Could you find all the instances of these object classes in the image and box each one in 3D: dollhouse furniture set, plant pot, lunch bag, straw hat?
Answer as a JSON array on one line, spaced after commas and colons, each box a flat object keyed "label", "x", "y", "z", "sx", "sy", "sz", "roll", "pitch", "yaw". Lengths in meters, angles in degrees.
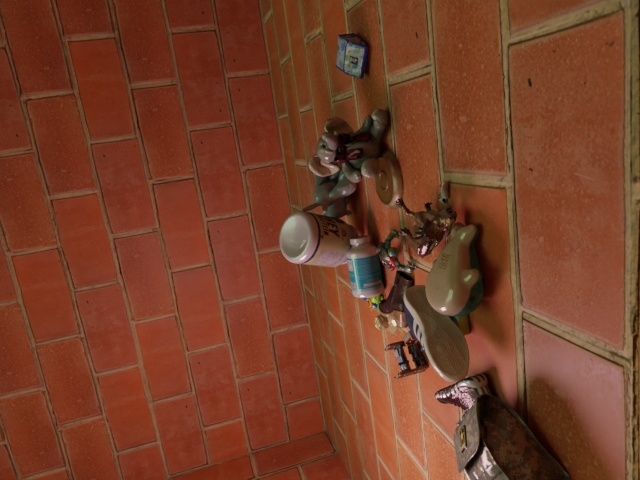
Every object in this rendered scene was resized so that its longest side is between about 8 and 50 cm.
[{"label": "dollhouse furniture set", "x": 0.345, "y": 0.435, "z": 1.866, "sx": 0.183, "sy": 0.129, "sz": 0.129, "roll": 104, "pitch": 151, "yaw": -59}, {"label": "plant pot", "x": 0.257, "y": -0.233, "z": 1.889, "sx": 0.236, "sy": 0.033, "sz": 0.236, "roll": 168, "pitch": 90, "yaw": -75}, {"label": "lunch bag", "x": 0.480, "y": 0.588, "z": 1.323, "sx": 0.287, "sy": 0.169, "sz": 0.235, "roll": 54, "pitch": 153, "yaw": 36}, {"label": "straw hat", "x": 0.273, "y": 0.362, "z": 2.157, "sx": 0.144, "sy": 0.061, "sz": 0.144, "roll": 44, "pitch": 147, "yaw": 39}, {"label": "lunch bag", "x": 0.129, "y": -0.721, "z": 1.897, "sx": 0.151, "sy": 0.096, "sz": 0.128, "roll": 48, "pitch": 147, "yaw": 37}]

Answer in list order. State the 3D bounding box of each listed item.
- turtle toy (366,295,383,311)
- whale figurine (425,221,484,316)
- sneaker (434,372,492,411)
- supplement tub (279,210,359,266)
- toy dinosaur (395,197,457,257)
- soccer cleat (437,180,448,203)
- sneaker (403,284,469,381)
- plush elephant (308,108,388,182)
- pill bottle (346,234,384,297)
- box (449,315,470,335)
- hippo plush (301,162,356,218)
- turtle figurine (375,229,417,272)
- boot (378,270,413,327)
[{"label": "turtle toy", "x": 0.252, "y": 0.278, "z": 2.230, "sx": 0.130, "sy": 0.066, "sz": 0.095, "roll": 107, "pitch": 148, "yaw": -62}, {"label": "whale figurine", "x": 0.411, "y": 0.087, "z": 1.406, "sx": 0.216, "sy": 0.141, "sz": 0.271, "roll": -164, "pitch": 88, "yaw": -71}, {"label": "sneaker", "x": 0.464, "y": 0.532, "z": 1.539, "sx": 0.281, "sy": 0.107, "sz": 0.162, "roll": 108, "pitch": 145, "yaw": -62}, {"label": "supplement tub", "x": 0.000, "y": 0.000, "z": 2.230, "sx": 0.236, "sy": 0.325, "sz": 0.235, "roll": -8, "pitch": 78, "yaw": 44}, {"label": "toy dinosaur", "x": 0.330, "y": -0.015, "z": 1.525, "sx": 0.295, "sy": 0.127, "sz": 0.200, "roll": 79, "pitch": 174, "yaw": -50}, {"label": "soccer cleat", "x": 0.381, "y": -0.148, "z": 1.487, "sx": 0.035, "sy": 0.029, "sz": 0.083, "roll": 55, "pitch": 158, "yaw": 38}, {"label": "sneaker", "x": 0.367, "y": 0.311, "z": 1.552, "sx": 0.148, "sy": 0.131, "sz": 0.350, "roll": 83, "pitch": 173, "yaw": -46}, {"label": "plush elephant", "x": 0.096, "y": -0.361, "z": 1.885, "sx": 0.330, "sy": 0.256, "sz": 0.271, "roll": 117, "pitch": 166, "yaw": -82}, {"label": "pill bottle", "x": 0.196, "y": 0.113, "z": 2.160, "sx": 0.146, "sy": 0.146, "sz": 0.263, "roll": -162, "pitch": 61, "yaw": -74}, {"label": "box", "x": 0.428, "y": 0.225, "z": 1.556, "sx": 0.109, "sy": 0.043, "sz": 0.178, "roll": -150, "pitch": 49, "yaw": -73}, {"label": "hippo plush", "x": 0.087, "y": -0.204, "z": 2.295, "sx": 0.236, "sy": 0.235, "sz": 0.294, "roll": 52, "pitch": -137, "yaw": -51}, {"label": "turtle figurine", "x": 0.280, "y": 0.048, "z": 1.867, "sx": 0.234, "sy": 0.118, "sz": 0.175, "roll": 135, "pitch": 123, "yaw": -80}, {"label": "boot", "x": 0.313, "y": 0.221, "z": 1.976, "sx": 0.248, "sy": 0.090, "sz": 0.206, "roll": -143, "pitch": 55, "yaw": -71}]
